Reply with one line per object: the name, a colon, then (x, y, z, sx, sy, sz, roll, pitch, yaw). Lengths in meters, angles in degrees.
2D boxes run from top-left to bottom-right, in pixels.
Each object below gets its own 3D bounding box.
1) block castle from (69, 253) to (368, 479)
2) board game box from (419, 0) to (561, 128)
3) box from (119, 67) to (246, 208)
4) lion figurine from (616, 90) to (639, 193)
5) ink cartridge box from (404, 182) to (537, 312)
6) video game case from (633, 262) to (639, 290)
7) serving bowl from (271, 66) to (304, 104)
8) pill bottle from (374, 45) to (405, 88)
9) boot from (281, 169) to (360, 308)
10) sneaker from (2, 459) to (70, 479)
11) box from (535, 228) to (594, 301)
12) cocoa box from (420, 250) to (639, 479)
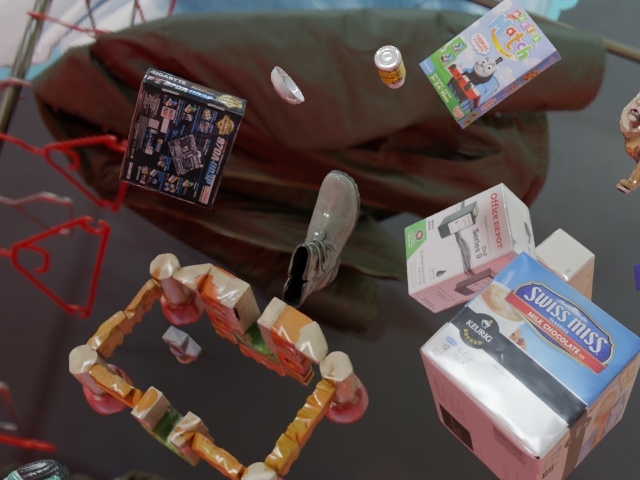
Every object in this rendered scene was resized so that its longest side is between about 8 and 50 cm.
block castle: (-0.171, 0.249, 1.378, 0.303, 0.453, 0.213, -53, -24, -23)
board game box: (0.309, -0.331, 1.474, 0.211, 0.039, 0.160, -35, 58, 15)
box: (-0.243, -0.172, 1.389, 0.051, 0.175, 0.220, -84, 14, -50)
lion figurine: (0.866, -0.175, 1.891, 0.240, 0.392, 0.142, -54, -19, 5)
ink cartridge box: (0.358, 0.020, 1.926, 0.289, 0.121, 0.211, -27, 45, 31)
video game case: (0.770, 0.049, 1.558, 0.269, 0.244, 0.061, 42, -139, -79)
serving bowl: (-0.068, -0.290, 1.517, 0.027, 0.083, 0.083, -38, 26, 15)
pill bottle: (0.173, -0.418, 1.939, 0.116, 0.065, 0.065, 47, -127, -68)
boot: (0.000, 0.000, 1.482, 0.161, 0.083, 0.246, -32, -43, -67)
sneaker: (-0.472, 0.417, 1.242, 0.224, 0.083, 0.098, -41, -9, 1)
box: (0.739, 0.116, 2.434, 0.121, 0.148, 0.311, -39, -31, -9)
cocoa box: (0.328, 0.228, 1.249, 0.228, 0.231, 0.347, -41, -31, -11)
